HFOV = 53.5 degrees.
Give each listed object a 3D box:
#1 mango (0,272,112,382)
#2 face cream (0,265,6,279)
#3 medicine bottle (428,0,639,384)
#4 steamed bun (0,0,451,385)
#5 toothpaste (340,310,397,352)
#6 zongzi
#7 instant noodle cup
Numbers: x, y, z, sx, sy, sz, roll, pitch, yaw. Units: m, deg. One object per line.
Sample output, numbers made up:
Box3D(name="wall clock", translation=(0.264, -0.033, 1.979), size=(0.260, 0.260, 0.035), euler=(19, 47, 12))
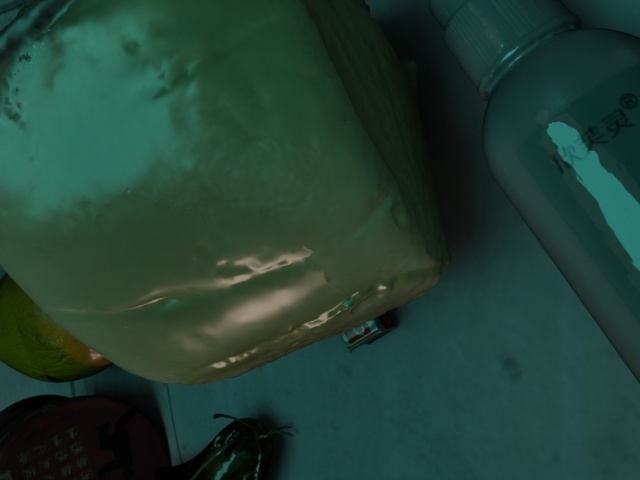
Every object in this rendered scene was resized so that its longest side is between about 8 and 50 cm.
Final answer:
Box3D(name="mango", translation=(-0.353, 0.098, 0.838), size=(0.295, 0.120, 0.177), euler=(-7, 106, 40))
Box3D(name="face cream", translation=(-0.399, -0.026, 0.864), size=(0.101, 0.101, 0.251), euler=(56, 129, 18))
Box3D(name="medicine bottle", translation=(0.157, -0.048, 0.356), size=(0.110, 0.110, 0.351), euler=(-43, 70, 39))
Box3D(name="steamed bun", translation=(-0.076, -0.044, 0.419), size=(0.290, 0.272, 0.273), euler=(-34, 76, 21))
Box3D(name="toothpaste", translation=(0.000, 0.000, 0.554), size=(0.040, 0.047, 0.196), euler=(-35, 75, 24))
Box3D(name="zongzi", translation=(-0.128, 0.242, 0.703), size=(0.184, 0.084, 0.187), euler=(32, 113, 44))
Box3D(name="instant noodle cup", translation=(-0.332, 0.300, 0.807), size=(0.178, 0.235, 0.234), euler=(-1, 99, 52))
